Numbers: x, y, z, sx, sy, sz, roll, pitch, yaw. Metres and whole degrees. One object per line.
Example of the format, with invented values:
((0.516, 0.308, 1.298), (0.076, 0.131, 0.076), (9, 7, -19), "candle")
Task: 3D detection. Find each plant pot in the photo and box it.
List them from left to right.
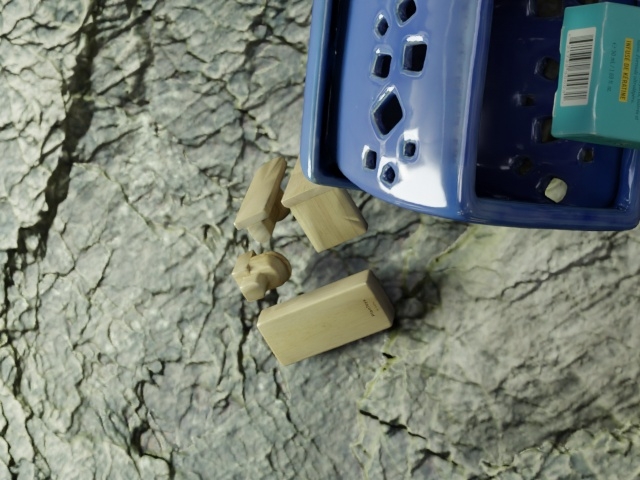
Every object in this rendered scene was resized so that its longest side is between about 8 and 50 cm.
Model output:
((0.117, -0.133, 1.350), (0.212, 0.236, 0.236), (7, 92, 45), "plant pot")

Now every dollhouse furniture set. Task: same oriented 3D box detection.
((0.000, 0.000, 1.518), (0.144, 0.123, 0.151), (-22, 114, 22), "dollhouse furniture set")

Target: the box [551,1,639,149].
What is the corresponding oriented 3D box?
((0.298, -0.113, 1.282), (0.060, 0.244, 0.100), (-174, 90, -66), "box")
